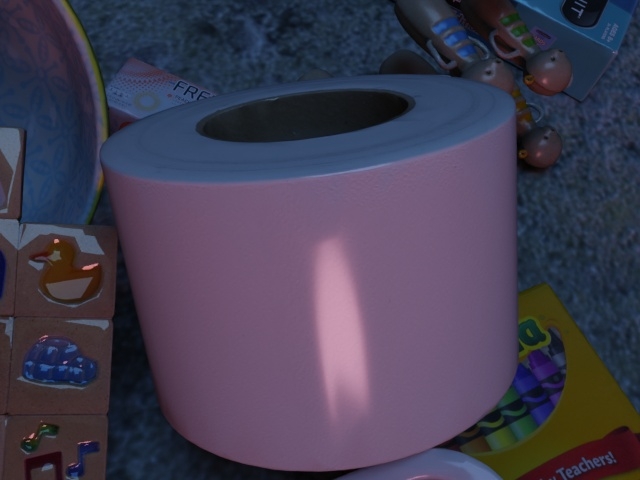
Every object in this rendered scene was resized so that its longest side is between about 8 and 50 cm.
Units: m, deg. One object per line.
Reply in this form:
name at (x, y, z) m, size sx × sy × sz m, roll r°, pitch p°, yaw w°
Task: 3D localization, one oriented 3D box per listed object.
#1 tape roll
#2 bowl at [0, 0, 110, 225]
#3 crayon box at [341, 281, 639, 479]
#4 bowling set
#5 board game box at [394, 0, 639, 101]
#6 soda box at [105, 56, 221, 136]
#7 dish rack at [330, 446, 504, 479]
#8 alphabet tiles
tape roll at (0.000, 0.000, 0.459) m, size 0.246 × 0.169 × 0.246 m, roll -7°, pitch 23°, yaw 3°
bowl at (-0.285, -0.091, 0.503) m, size 0.290 × 0.289 × 0.156 m, roll 6°, pitch 14°, yaw -10°
crayon box at (0.130, 0.164, 0.510) m, size 0.202 × 0.081 × 0.318 m, roll -19°, pitch 65°, yaw -23°
bowling set at (0.137, -0.147, 0.614) m, size 0.287 × 0.200 × 0.154 m, roll -22°, pitch 68°, yaw -36°
board game box at (0.208, -0.341, 0.846) m, size 0.336 × 0.079 × 0.253 m, roll 29°, pitch 57°, yaw 6°
soda box at (-0.098, -0.087, 0.624) m, size 0.183 × 0.058 × 0.063 m, roll 23°, pitch 56°, yaw 1°
dish rack at (0.022, 0.302, 0.355) m, size 0.286 × 0.072 × 0.332 m, roll -23°, pitch 66°, yaw 2°
alphabet tiles at (-0.266, 0.097, 0.406) m, size 0.285 × 0.011 × 0.342 m, roll 3°, pitch 85°, yaw -11°
